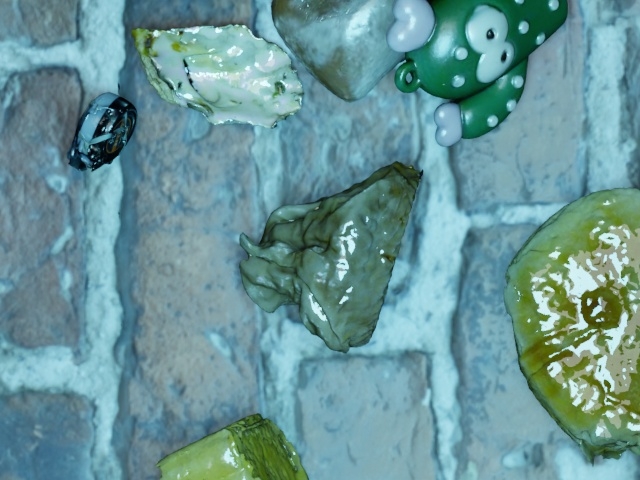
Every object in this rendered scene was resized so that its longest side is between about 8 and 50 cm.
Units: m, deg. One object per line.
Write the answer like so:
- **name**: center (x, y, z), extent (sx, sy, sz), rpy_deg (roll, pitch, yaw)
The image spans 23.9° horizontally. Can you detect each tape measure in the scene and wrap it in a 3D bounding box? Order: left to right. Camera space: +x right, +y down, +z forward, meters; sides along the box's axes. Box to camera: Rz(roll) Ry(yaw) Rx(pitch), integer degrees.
- **tape measure**: center (-0.264, -0.133, 1.852), extent (0.054, 0.091, 0.094), rpy_deg (30, 108, 12)

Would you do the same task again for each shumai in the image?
- **shumai**: center (-0.001, 0.003, 1.772), extent (0.185, 0.184, 0.218), rpy_deg (17, 107, 3)

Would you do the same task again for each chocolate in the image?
- **chocolate**: center (0.084, -0.324, 1.826), extent (0.303, 0.100, 0.185), rpy_deg (-41, 82, -1)

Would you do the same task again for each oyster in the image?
- **oyster**: center (-0.126, -0.196, 1.855), extent (0.209, 0.072, 0.133), rpy_deg (0, 81, -15)

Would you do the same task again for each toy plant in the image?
- **toy plant**: center (0.180, -0.242, 1.772), extent (0.243, 0.112, 0.232), rpy_deg (-52, 129, -6)

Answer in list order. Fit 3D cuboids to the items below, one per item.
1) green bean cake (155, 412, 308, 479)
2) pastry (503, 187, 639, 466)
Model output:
- **green bean cake**: center (-0.086, 0.325, 1.752), extent (0.131, 0.229, 0.224), rpy_deg (-23, 84, 10)
- **pastry**: center (0.371, 0.093, 1.763), extent (0.329, 0.136, 0.330), rpy_deg (0, 87, 6)
